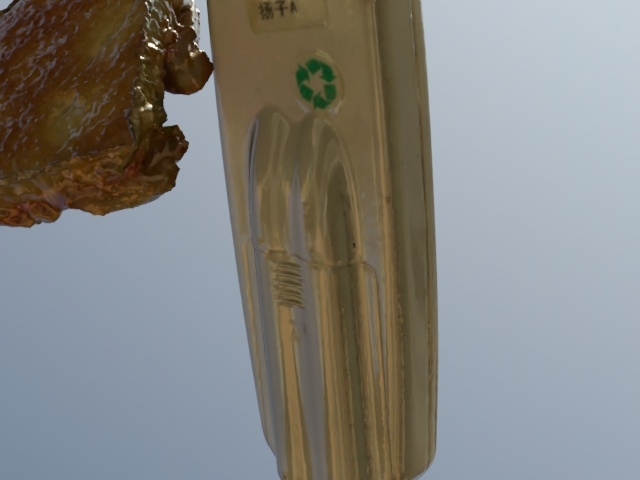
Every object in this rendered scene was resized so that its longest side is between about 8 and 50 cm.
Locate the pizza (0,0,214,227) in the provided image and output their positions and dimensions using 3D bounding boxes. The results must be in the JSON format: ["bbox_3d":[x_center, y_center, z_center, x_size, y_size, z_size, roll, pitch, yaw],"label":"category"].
[{"bbox_3d":[-0.102,-0.049,0.537,0.175,0.134,0.046,-40,-44,-1],"label":"pizza"}]

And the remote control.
[{"bbox_3d":[0.001,-0.001,0.551,0.049,0.090,0.230,-29,-58,-46],"label":"remote control"}]
